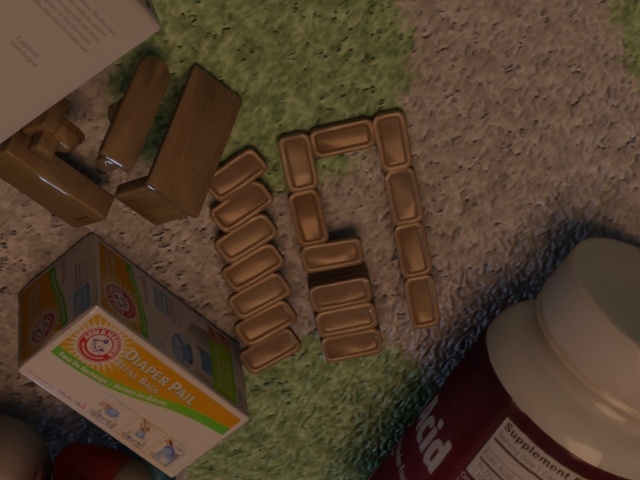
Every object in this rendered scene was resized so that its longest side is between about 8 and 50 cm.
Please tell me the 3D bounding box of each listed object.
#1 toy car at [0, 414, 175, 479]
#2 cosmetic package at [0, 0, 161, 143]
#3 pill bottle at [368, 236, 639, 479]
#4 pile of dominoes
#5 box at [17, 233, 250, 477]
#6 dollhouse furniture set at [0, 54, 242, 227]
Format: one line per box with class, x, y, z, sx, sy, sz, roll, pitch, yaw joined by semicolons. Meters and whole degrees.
toy car;-0.298;0.258;1.865;0.238;0.219;0.210;29;106;9
cosmetic package;-0.285;-0.204;1.501;0.225;0.138;0.224;-33;133;11
pill bottle;0.209;0.200;1.857;0.224;0.224;0.392;22;121;-23
pile of dominoes;0.000;0.000;1.805;0.196;0.040;0.251;-11;120;0
box;-0.174;0.108;1.797;0.103;0.114;0.203;-38;122;19
dollhouse furniture set;-0.184;-0.096;1.693;0.144;0.123;0.151;36;149;-30
